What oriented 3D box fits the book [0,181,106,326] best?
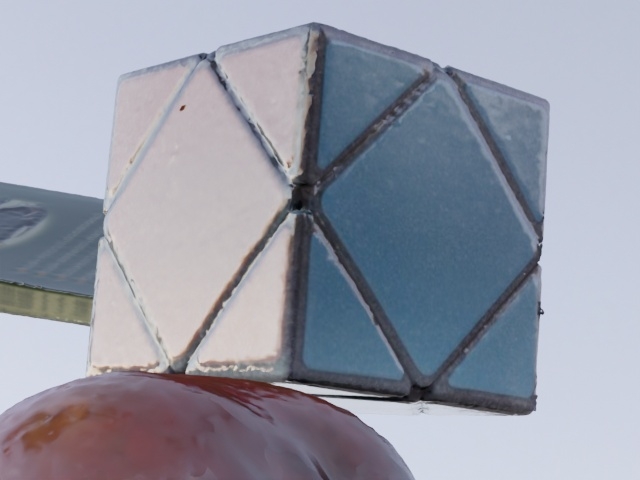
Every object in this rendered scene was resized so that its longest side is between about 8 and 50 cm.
[{"bbox_3d":[-0.250,0.010,1.552,0.371,0.043,0.260,9,20,17],"label":"book"}]

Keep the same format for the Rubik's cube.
[{"bbox_3d":[0.000,0.000,1.000,0.205,0.205,0.207,12,-13,-40],"label":"Rubik's cube"}]

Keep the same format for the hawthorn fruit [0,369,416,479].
[{"bbox_3d":[-0.079,0.156,0.595,0.261,0.224,0.224,-8,-26,40],"label":"hawthorn fruit"}]
